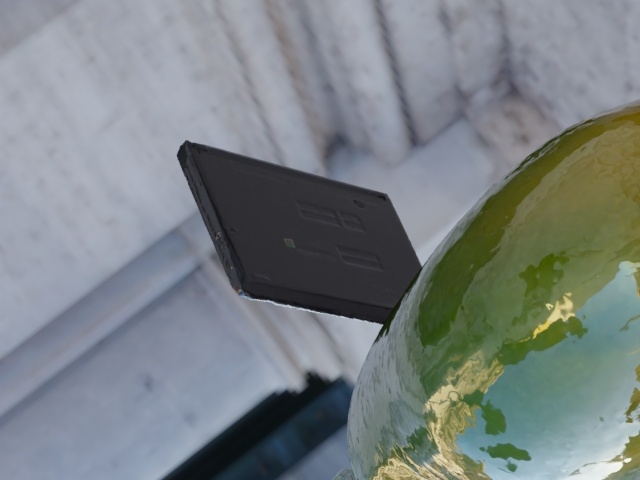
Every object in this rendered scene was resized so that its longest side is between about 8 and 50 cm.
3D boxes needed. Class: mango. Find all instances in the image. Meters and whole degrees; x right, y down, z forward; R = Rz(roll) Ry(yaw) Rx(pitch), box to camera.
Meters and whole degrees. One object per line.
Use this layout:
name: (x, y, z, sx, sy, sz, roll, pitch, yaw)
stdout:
mango: (0.090, 0.038, 0.665, 0.114, 0.156, 0.251, 43, 151, 6)

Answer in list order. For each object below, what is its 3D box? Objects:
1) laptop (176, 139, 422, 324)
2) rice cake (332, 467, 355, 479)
laptop: (0.000, 0.000, 1.233, 0.197, 0.016, 0.135, 12, -139, -41)
rice cake: (-0.038, 0.286, 1.470, 0.042, 0.245, 0.045, 31, -165, -14)
